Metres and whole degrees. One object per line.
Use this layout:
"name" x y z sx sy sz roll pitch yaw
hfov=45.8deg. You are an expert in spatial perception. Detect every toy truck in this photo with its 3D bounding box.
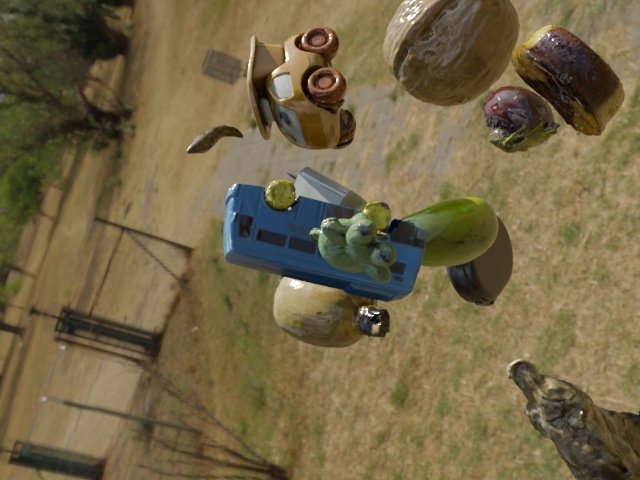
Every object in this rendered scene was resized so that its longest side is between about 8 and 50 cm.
"toy truck" 0.000 0.000 1.438 0.161 0.384 0.162 129 154 -75
"toy truck" -0.042 -0.333 1.669 0.204 0.211 0.288 70 -168 -60

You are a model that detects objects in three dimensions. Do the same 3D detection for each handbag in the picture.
"handbag" 0.461 0.051 2.190 0.093 0.254 0.308 -12 18 38

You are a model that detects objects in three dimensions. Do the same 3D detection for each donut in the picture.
"donut" 0.278 -0.182 0.852 0.059 0.140 0.140 -45 23 8

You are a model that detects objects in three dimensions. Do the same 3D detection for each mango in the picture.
"mango" 0.286 -0.017 1.702 0.185 0.273 0.149 -26 76 48

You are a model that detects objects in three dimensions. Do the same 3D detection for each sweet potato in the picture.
"sweet potato" -0.213 -0.202 1.497 0.038 0.153 0.041 -9 105 42

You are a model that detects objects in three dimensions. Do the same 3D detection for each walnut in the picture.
"walnut" 0.311 -0.480 1.789 0.333 0.332 0.333 -55 24 40

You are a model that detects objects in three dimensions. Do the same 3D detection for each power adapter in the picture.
"power adapter" -0.019 -0.088 1.693 0.205 0.125 0.130 33 92 29

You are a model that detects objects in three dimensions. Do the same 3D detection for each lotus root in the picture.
"lotus root" 0.031 0.149 1.608 0.310 0.182 0.183 10 81 41

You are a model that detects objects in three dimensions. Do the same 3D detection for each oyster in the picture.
"oyster" 0.398 0.292 0.984 0.111 0.396 0.204 -48 35 18

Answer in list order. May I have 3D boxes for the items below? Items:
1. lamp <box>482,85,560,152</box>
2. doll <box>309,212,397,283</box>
"lamp" 0.415 -0.253 1.617 0.135 0.156 0.157 -56 1 1
"doll" 0.052 0.003 0.943 0.077 0.115 0.150 -53 15 -12
